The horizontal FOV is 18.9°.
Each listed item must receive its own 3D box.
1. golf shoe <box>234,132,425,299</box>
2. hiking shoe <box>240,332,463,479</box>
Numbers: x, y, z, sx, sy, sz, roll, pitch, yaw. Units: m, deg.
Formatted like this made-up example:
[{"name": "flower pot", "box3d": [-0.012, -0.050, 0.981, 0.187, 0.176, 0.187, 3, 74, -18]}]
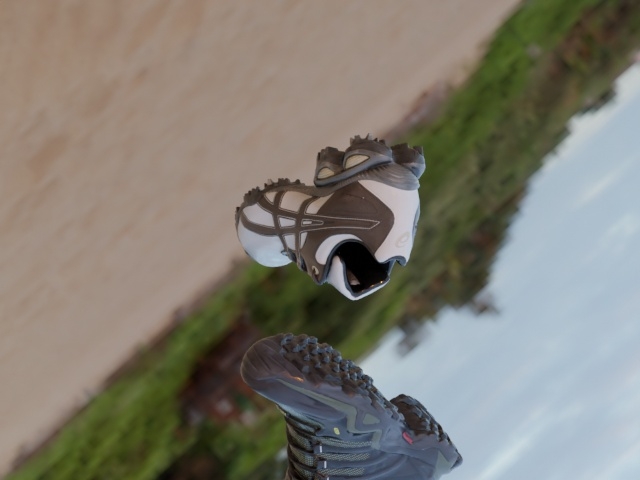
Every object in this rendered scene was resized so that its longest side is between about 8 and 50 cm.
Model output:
[{"name": "golf shoe", "box3d": [0.000, 0.000, 1.294, 0.077, 0.093, 0.198, 4, 162, -27]}, {"name": "hiking shoe", "box3d": [0.009, 0.153, 1.436, 0.114, 0.227, 0.086, -49, -140, 8]}]
